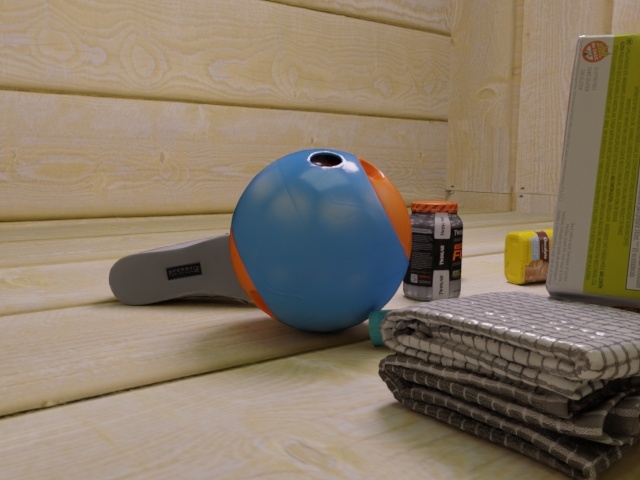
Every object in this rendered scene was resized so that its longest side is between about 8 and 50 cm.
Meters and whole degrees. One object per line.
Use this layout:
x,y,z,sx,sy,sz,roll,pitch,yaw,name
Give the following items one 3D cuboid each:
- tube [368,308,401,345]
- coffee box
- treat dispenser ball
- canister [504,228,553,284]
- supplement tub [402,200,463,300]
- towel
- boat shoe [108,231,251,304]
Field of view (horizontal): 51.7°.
0.173,0.115,0.939,0.207,0.052,0.080,-8,13,17,tube
0.511,-0.044,0.874,0.334,0.338,0.337,5,-13,28,coffee box
0.000,0.000,1.044,0.288,0.288,0.288,1,7,0,treat dispenser ball
0.505,0.034,1.503,0.169,0.126,0.073,-5,9,-23,canister
0.224,0.018,1.317,0.117,0.191,0.117,1,8,0,supplement tub
0.234,0.133,0.702,0.235,0.121,0.283,-2,6,-36,towel
-0.206,0.058,1.281,0.367,0.136,0.156,-9,4,1,boat shoe
